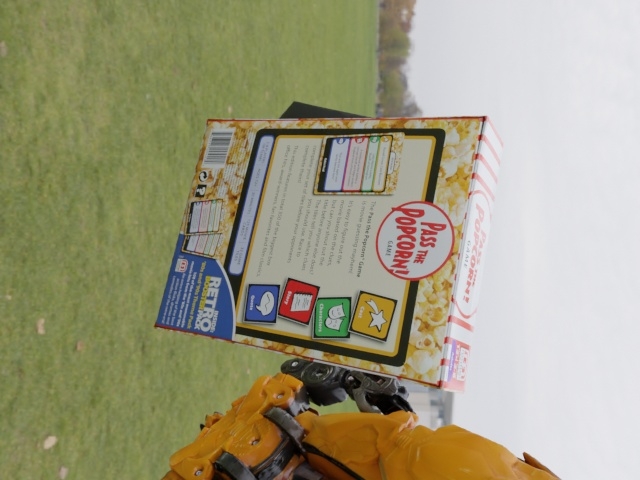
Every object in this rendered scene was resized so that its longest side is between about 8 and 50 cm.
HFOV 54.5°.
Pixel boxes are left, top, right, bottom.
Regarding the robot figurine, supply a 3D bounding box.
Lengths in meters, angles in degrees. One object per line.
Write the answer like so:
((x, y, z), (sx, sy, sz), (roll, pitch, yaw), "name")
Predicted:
((0.017, 0.165, 0.348), (0.211, 0.291, 0.085), (-38, 119, -28), "robot figurine")

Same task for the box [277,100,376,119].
((0.059, -0.092, 0.972), (0.184, 0.261, 0.103), (88, 25, -43), "box")

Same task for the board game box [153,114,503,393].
((0.000, 0.000, 0.377), (0.045, 0.194, 0.146), (29, 71, -58), "board game box")
